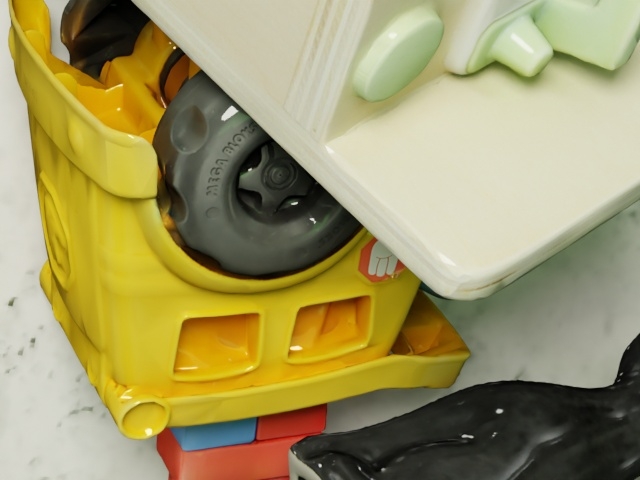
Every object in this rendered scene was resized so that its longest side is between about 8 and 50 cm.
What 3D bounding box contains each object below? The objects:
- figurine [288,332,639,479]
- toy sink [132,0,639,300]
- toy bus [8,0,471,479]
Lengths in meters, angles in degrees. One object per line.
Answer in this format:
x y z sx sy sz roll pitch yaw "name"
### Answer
0.096 0.122 0.784 0.209 0.092 0.215 -22 148 -19 "figurine"
0.029 -0.124 0.594 0.153 0.234 0.131 -30 156 -33 "toy sink"
0.000 0.000 0.730 0.220 0.149 0.211 -9 119 -21 "toy bus"
